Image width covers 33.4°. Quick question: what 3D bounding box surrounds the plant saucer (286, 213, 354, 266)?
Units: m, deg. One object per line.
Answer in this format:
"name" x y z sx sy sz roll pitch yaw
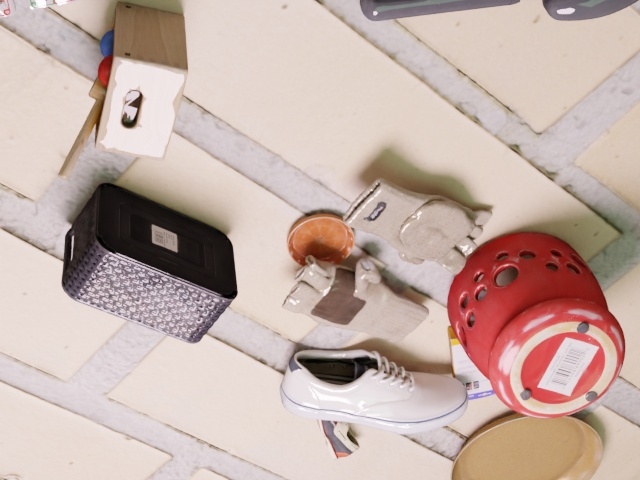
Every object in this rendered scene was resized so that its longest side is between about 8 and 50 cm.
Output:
"plant saucer" 0.000 0.000 1.301 0.084 0.013 0.083 -4 130 -5

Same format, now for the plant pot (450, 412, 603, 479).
"plant pot" 0.311 0.333 1.624 0.236 0.032 0.236 -4 130 -5

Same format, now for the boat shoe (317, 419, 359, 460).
"boat shoe" 0.020 0.261 1.502 0.043 0.049 0.137 -19 133 2

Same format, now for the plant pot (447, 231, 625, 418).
"plant pot" 0.267 0.109 1.317 0.191 0.174 0.191 -3 118 -7

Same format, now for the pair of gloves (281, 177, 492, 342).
"pair of gloves" 0.079 0.027 1.310 0.204 0.042 0.240 15 127 -31

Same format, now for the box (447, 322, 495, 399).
"box" 0.221 0.166 1.471 0.081 0.028 0.136 -11 133 0

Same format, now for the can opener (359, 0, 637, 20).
"can opener" 0.182 -0.258 1.060 0.284 0.095 0.076 -8 130 -3

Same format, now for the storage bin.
"storage bin" -0.194 0.026 1.218 0.180 0.122 0.084 25 122 -27

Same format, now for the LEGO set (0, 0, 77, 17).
"LEGO set" -0.267 -0.331 0.971 0.183 0.060 0.244 -15 133 -13

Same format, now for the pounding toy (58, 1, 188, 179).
"pounding toy" -0.198 -0.144 1.068 0.100 0.130 0.141 9 128 -17

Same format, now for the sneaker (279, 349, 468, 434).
"sneaker" 0.076 0.196 1.422 0.258 0.094 0.091 3 133 -8
